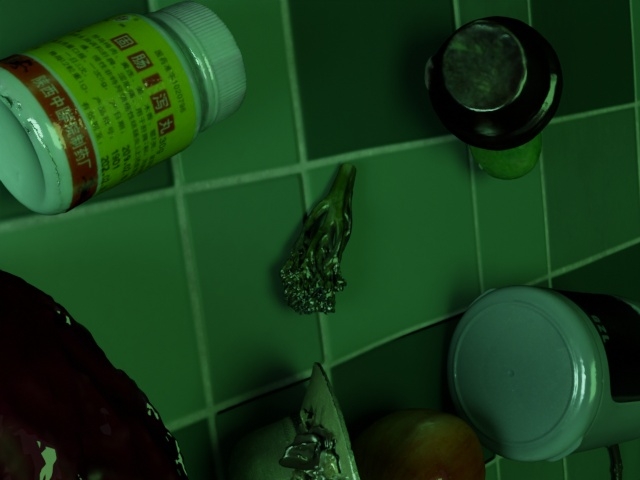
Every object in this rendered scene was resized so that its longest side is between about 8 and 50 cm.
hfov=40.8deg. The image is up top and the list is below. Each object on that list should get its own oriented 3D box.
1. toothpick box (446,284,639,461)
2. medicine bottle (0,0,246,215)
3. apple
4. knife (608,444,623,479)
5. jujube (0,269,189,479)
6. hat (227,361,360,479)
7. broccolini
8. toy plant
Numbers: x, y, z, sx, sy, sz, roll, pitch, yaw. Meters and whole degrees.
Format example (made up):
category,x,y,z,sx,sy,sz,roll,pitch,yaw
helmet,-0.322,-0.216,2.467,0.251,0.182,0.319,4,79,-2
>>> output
category,x,y,z,sx,sy,sz,roll,pitch,yaw
toothpick box,0.371,0.196,1.272,0.355,0.263,0.262,5,89,-43
medicine bottle,-0.190,-0.128,0.789,0.225,0.139,0.139,-35,115,-36
apple,0.118,0.296,1.080,0.199,0.199,0.199,-3,94,-42
knife,0.525,0.356,1.549,0.046,0.021,0.222,-24,109,-36
jujube,-0.263,0.177,0.687,0.258,0.258,0.376,-50,129,-28
hat,-0.032,0.274,0.946,0.130,0.257,0.257,-13,103,-9
broccolini,0.010,-0.006,1.030,0.091,0.068,0.202,24,75,-21
toy plant,0.242,-0.199,1.173,0.235,0.176,0.217,9,79,-68
